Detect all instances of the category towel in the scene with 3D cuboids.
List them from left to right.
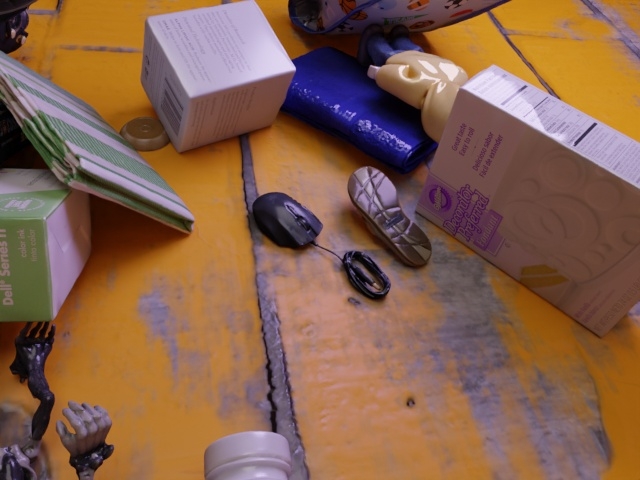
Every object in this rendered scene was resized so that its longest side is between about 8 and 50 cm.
[{"bbox_3d":[-0.322,-0.139,0.773,0.325,0.248,0.038,42,95,25],"label":"towel"},{"bbox_3d":[0.073,-0.237,1.024,0.308,0.076,0.227,33,44,19],"label":"towel"}]

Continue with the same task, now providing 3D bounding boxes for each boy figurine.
[{"bbox_3d":[0.174,-0.267,0.962,0.177,0.092,0.285,-10,48,-26],"label":"boy figurine"}]

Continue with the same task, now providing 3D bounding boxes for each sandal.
[{"bbox_3d":[0.097,-0.031,0.860,0.072,0.049,0.180,-28,74,-24],"label":"sandal"}]

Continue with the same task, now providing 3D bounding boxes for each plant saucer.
[{"bbox_3d":[-0.284,-0.178,0.931,0.083,0.015,0.083,6,48,-6],"label":"plant saucer"}]

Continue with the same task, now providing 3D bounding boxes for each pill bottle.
[{"bbox_3d":[-0.059,0.275,0.507,0.112,0.112,0.186,-2,49,-13],"label":"pill bottle"}]

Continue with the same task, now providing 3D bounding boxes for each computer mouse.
[{"bbox_3d":[0.000,0.000,0.812,0.242,0.041,0.071,33,50,17],"label":"computer mouse"}]

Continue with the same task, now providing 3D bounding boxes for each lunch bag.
[{"bbox_3d":[0.137,-0.518,1.117,0.328,0.385,0.239,-10,95,-20],"label":"lunch bag"}]

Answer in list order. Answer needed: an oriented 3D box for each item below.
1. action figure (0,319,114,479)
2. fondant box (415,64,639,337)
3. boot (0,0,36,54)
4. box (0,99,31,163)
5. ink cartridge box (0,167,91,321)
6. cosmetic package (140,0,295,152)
[{"bbox_3d":[-0.279,0.201,0.513,0.164,0.141,0.275,-8,48,-33],"label":"action figure"},{"bbox_3d":[0.312,-0.052,0.787,0.330,0.238,0.096,38,55,22],"label":"fondant box"},{"bbox_3d":[-0.498,-0.358,0.842,0.377,0.138,0.284,-31,18,-1],"label":"boot"},{"bbox_3d":[-0.542,-0.140,0.708,0.295,0.073,0.293,-1,18,-17],"label":"box"},{"bbox_3d":[-0.456,-0.006,0.624,0.353,0.119,0.207,1,20,-11],"label":"ink cartridge box"},{"bbox_3d":[-0.167,-0.261,0.912,0.184,0.151,0.151,-23,76,-29],"label":"cosmetic package"}]
